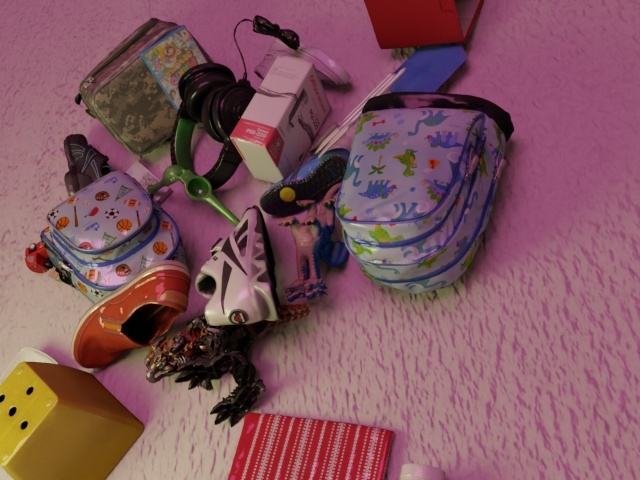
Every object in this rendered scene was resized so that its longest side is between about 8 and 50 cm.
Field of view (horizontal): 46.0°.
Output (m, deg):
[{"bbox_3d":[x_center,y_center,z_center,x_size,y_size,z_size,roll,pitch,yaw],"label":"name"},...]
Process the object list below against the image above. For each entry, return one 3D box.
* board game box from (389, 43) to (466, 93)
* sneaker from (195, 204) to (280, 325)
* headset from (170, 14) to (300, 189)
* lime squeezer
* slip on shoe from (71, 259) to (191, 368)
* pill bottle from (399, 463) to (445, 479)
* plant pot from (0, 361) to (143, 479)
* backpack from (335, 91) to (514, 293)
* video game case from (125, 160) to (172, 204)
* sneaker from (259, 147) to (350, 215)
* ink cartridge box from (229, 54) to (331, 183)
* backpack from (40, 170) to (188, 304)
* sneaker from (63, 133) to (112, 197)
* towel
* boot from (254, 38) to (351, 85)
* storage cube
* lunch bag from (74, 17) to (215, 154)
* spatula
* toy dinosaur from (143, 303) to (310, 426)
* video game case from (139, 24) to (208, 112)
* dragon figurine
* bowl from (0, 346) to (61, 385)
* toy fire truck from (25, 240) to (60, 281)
[{"bbox_3d":[0.222,-0.341,1.552,0.169,0.033,0.133,-46,44,-9],"label":"board game box"},{"bbox_3d":[-0.158,0.040,1.375,0.146,0.122,0.330,-14,28,2],"label":"sneaker"},{"bbox_3d":[-0.189,-0.292,1.635,0.243,0.185,0.394,43,114,44],"label":"headset"},{"bbox_3d":[-0.275,-0.097,1.581,0.310,0.110,0.059,22,35,31],"label":"lime squeezer"},{"bbox_3d":[-0.363,0.161,1.423,0.331,0.123,0.101,-37,46,28],"label":"slip on shoe"},{"bbox_3d":[0.140,0.396,1.080,0.078,0.078,0.137,-3,58,26],"label":"pill bottle"},{"bbox_3d":[-0.496,0.342,1.373,0.212,0.187,0.212,29,76,37],"label":"plant pot"},{"bbox_3d":[0.162,-0.087,1.299,0.290,0.273,0.356,7,75,23],"label":"backpack"},{"bbox_3d":[-0.433,-0.100,1.739,0.143,0.019,0.157,-47,50,-8],"label":"video game case"},{"bbox_3d":[-0.027,-0.120,1.523,0.209,0.069,0.082,-30,20,16],"label":"sneaker"},{"bbox_3d":[-0.077,-0.246,1.557,0.092,0.158,0.218,17,69,24],"label":"ink cartridge box"},{"bbox_3d":[-0.403,0.009,1.525,0.276,0.213,0.263,-40,65,-18],"label":"backpack"},{"bbox_3d":[-0.554,-0.172,1.810,0.106,0.101,0.267,-15,43,-8],"label":"sneaker"},{"bbox_3d":[-0.028,0.383,1.208,0.274,0.031,0.199,1,58,26],"label":"towel"},{"bbox_3d":[-0.046,-0.368,1.681,0.123,0.095,0.258,-52,44,-1],"label":"boot"},{"bbox_3d":[0.211,-0.527,1.559,0.193,0.215,0.184,3,49,29],"label":"storage cube"},{"bbox_3d":[-0.421,-0.376,1.803,0.305,0.212,0.256,-43,33,-5],"label":"lunch bag"},{"bbox_3d":[0.069,-0.259,1.516,0.242,0.019,0.168,-46,10,3],"label":"spatula"},{"bbox_3d":[-0.179,0.184,1.349,0.322,0.164,0.218,-43,30,24],"label":"toy dinosaur"},{"bbox_3d":[-0.311,-0.380,1.694,0.119,0.166,0.015,-37,32,-9],"label":"video game case"},{"bbox_3d":[0.000,0.000,1.402,0.085,0.144,0.289,-3,27,25],"label":"dragon figurine"},{"bbox_3d":[-0.587,0.300,1.535,0.142,0.053,0.142,17,69,35],"label":"bowl"},{"bbox_3d":[-0.583,0.044,1.704,0.192,0.047,0.135,-23,53,13],"label":"toy fire truck"}]
